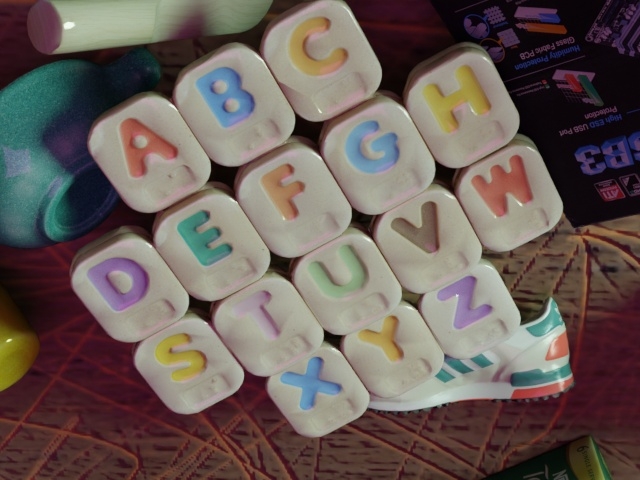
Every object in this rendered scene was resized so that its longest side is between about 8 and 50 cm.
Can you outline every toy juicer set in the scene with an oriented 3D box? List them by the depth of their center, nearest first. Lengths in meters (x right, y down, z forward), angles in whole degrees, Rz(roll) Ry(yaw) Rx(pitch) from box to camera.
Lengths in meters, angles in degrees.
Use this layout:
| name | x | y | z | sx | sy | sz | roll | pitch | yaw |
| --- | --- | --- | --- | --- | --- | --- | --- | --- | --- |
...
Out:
| name | x | y | z | sx | sy | sz | roll | pitch | yaw |
| --- | --- | --- | --- | --- | --- | --- | --- | --- | --- |
| toy juicer set | -0.186 | -0.054 | 0.802 | 0.089 | 0.209 | 0.329 | 41 | 103 | 23 |

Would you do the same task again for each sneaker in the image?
| name | x | y | z | sx | sy | sz | roll | pitch | yaw |
| --- | --- | --- | --- | --- | --- | --- | --- | --- | --- |
| sneaker | 0.092 | 0.074 | 0.931 | 0.161 | 0.057 | 0.075 | -5 | 95 | 5 |

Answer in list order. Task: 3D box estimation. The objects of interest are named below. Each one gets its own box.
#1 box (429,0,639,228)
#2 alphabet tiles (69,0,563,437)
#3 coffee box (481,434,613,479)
| name | x | y | z | sx | sy | sz | roll | pitch | yaw |
| --- | --- | --- | --- | --- | --- | --- | --- | --- | --- |
| box | 0.194 | -0.161 | 0.732 | 0.295 | 0.073 | 0.293 | -15 | 120 | 47 |
| alphabet tiles | 0.000 | 0.000 | 0.825 | 0.284 | 0.021 | 0.278 | -28 | 122 | 6 |
| coffee box | 0.123 | 0.210 | 0.953 | 0.184 | 0.113 | 0.040 | -24 | 108 | 12 |
